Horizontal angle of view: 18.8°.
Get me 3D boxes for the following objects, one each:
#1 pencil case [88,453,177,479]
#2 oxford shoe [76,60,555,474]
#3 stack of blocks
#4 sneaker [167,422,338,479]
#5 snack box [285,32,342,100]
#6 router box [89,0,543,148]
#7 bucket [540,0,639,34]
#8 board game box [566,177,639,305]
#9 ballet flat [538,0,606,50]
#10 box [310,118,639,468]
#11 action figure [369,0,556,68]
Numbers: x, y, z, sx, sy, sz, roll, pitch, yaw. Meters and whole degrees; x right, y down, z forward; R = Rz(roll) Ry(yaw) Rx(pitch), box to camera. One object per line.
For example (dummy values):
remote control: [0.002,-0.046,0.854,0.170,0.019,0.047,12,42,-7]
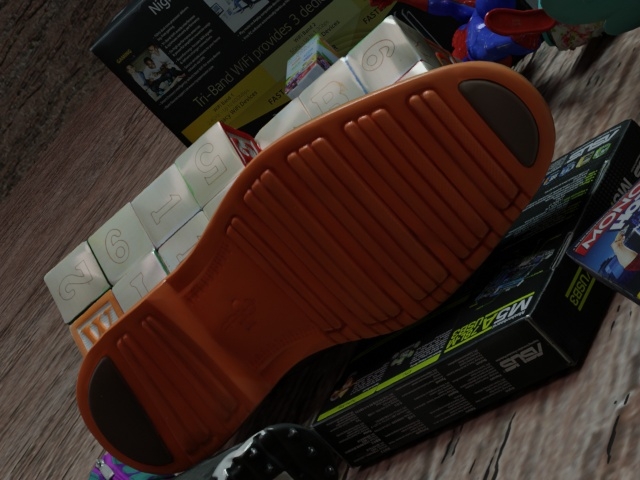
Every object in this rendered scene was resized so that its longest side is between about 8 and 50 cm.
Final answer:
pencil case: [-0.111,0.175,1.253,0.064,0.070,0.151,-47,14,-12]
oxford shoe: [0.000,0.000,1.152,0.363,0.130,0.133,-36,5,31]
stack of blocks: [-0.020,-0.016,1.321,0.297,0.087,0.171,-40,-29,17]
sneaker: [-0.090,0.199,1.116,0.234,0.078,0.106,-45,10,-18]
snack box: [0.035,-0.084,1.444,0.037,0.141,0.100,-43,14,12]
router box: [0.001,-0.179,1.614,0.309,0.243,0.081,-38,15,24]
bucket: [0.224,-0.288,1.250,0.183,0.281,0.281,-23,25,48]
board game box: [0.217,-0.035,0.929,0.194,0.060,0.194,-45,12,1]
ballet flat: [0.222,-0.228,1.466,0.077,0.091,0.241,-6,36,24]
box: [0.099,0.031,1.119,0.190,0.045,0.184,-32,20,44]
action figure: [0.090,-0.159,1.426,0.280,0.139,0.091,91,-176,-82]
